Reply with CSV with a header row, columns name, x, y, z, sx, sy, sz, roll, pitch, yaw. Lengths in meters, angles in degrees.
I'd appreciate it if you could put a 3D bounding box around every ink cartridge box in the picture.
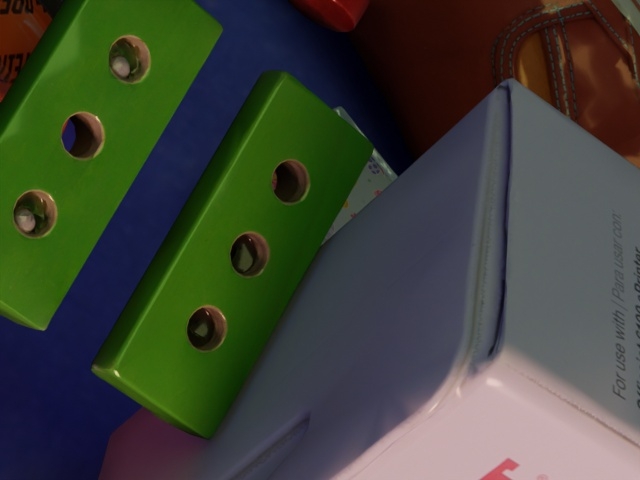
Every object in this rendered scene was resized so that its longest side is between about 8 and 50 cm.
name,x,y,z,sx,sy,sz,roll,pitch,yaw
ink cartridge box,0.101,0.126,0.638,0.307,0.223,0.129,33,38,-20

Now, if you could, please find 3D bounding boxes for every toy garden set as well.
name,x,y,z,sx,sy,sz,roll,pitch,yaw
toy garden set,-0.081,-0.090,0.576,0.244,0.049,0.204,38,73,-31

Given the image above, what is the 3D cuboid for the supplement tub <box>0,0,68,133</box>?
name,x,y,z,sx,sy,sz,roll,pitch,yaw
supplement tub,-0.122,-0.189,0.722,0.207,0.207,0.338,25,59,-13

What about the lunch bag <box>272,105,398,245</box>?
name,x,y,z,sx,sy,sz,roll,pitch,yaw
lunch bag,0.000,0.000,0.787,0.071,0.053,0.083,-31,74,-34

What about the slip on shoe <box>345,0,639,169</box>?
name,x,y,z,sx,sy,sz,roll,pitch,yaw
slip on shoe,0.076,-0.060,0.815,0.331,0.123,0.101,46,61,-6
